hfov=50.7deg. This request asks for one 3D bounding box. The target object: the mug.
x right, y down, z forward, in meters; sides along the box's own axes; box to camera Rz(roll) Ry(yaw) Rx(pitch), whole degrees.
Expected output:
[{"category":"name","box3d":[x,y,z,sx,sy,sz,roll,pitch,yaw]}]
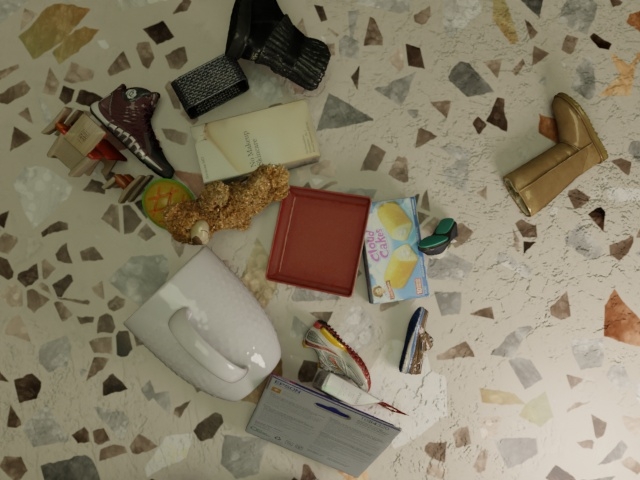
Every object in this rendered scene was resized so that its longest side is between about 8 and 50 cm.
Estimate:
[{"category":"mug","box3d":[-0.262,0.226,1.609,0.276,0.374,0.328,-44,97,0]}]

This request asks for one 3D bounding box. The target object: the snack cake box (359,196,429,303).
[{"category":"snack cake box","box3d":[0.187,0.027,1.779,0.152,0.089,0.265,-8,87,-4]}]

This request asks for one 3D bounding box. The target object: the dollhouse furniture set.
[{"category":"dollhouse furniture set","box3d":[-0.551,-0.229,1.672,0.262,0.259,0.135,43,96,-2]}]

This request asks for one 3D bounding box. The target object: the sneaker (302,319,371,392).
[{"category":"sneaker","box3d":[0.046,0.314,1.770,0.093,0.088,0.225,-45,84,6]}]

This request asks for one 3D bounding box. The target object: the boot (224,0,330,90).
[{"category":"boot","box3d":[-0.100,-0.563,1.765,0.260,0.131,0.348,15,63,-19]}]

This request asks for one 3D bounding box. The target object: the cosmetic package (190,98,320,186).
[{"category":"cosmetic package","box3d":[-0.167,-0.250,1.764,0.309,0.113,0.160,-16,88,-4]}]

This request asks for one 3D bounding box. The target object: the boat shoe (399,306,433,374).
[{"category":"boat shoe","box3d":[0.261,0.267,1.788,0.066,0.066,0.183,15,97,-7]}]

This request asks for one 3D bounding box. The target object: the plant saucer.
[{"category":"plant saucer","box3d":[0.000,0.000,1.748,0.258,0.047,0.259,10,87,26]}]

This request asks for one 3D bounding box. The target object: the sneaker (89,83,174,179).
[{"category":"sneaker","box3d":[-0.451,-0.302,1.758,0.281,0.106,0.162,43,83,0]}]

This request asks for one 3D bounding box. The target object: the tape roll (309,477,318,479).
[{"category":"tape roll","box3d":[-0.043,0.733,1.658,0.169,0.246,0.246,-21,89,-3]}]

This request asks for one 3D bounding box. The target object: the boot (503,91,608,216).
[{"category":"boot","box3d":[0.607,-0.233,1.812,0.269,0.089,0.236,-34,89,-2]}]

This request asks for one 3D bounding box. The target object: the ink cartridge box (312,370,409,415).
[{"category":"ink cartridge box","box3d":[0.095,0.405,1.709,0.224,0.181,0.056,31,77,-2]}]

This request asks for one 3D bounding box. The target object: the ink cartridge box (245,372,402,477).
[{"category":"ink cartridge box","box3d":[0.003,0.441,1.651,0.324,0.330,0.071,24,48,-1]}]

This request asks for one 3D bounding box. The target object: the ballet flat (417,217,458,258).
[{"category":"ballet flat","box3d":[0.311,0.007,1.751,0.074,0.203,0.074,13,119,25]}]

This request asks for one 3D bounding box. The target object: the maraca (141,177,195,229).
[{"category":"maraca","box3d":[-0.377,-0.079,1.755,0.185,0.099,0.127,43,96,-15]}]

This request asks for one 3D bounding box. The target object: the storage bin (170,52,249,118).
[{"category":"storage bin","box3d":[-0.285,-0.403,1.759,0.180,0.122,0.084,-29,89,-4]}]

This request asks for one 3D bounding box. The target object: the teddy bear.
[{"category":"teddy bear","box3d":[-0.220,-0.082,1.685,0.337,0.245,0.113,-23,78,-27]}]
